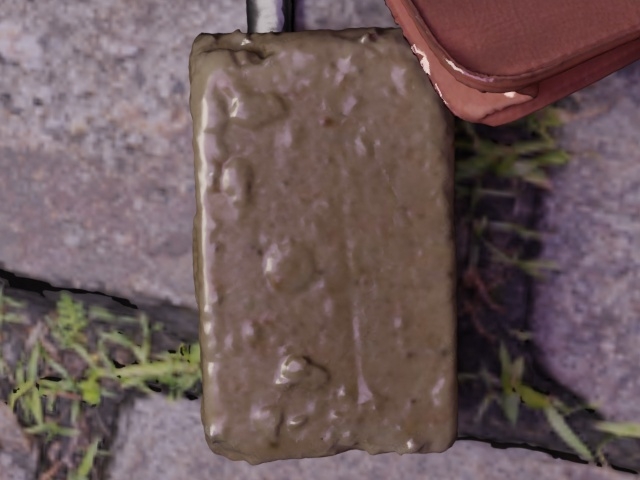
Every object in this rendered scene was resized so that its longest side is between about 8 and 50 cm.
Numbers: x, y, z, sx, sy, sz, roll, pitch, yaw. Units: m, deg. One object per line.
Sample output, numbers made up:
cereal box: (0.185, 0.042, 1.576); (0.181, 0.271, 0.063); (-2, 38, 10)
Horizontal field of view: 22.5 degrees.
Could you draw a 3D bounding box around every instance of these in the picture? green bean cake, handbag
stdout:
green bean cake: (0.000, 0.000, 0.678); (0.109, 0.085, 0.179); (-1, 98, -4)
handbag: (0.075, -0.166, 0.622); (0.157, 0.059, 0.213); (-25, 80, -3)

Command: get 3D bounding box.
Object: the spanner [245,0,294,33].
spanner: (-0.022, -0.045, 0.729); (0.054, 0.015, 0.255); (3, 99, 20)
